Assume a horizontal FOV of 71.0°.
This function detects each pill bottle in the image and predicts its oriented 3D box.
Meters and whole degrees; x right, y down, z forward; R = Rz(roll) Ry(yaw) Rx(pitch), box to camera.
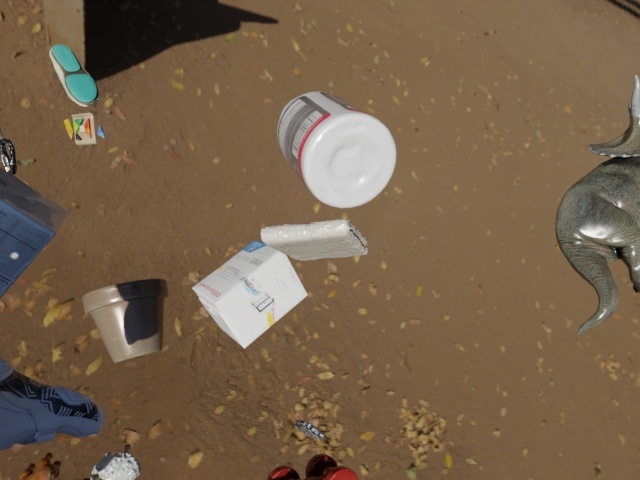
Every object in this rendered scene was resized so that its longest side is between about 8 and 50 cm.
[{"bbox_3d":[0.010,-0.203,0.912,0.177,0.176,0.318,13,22,-24],"label":"pill bottle"}]

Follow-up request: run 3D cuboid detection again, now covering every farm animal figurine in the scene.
[{"bbox_3d":[-0.586,0.683,1.059,0.327,0.172,0.330,-5,105,-14],"label":"farm animal figurine"}]

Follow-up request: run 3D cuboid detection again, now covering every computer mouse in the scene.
[{"bbox_3d":[-0.760,-0.268,1.036,0.041,0.071,0.241,-23,97,-52],"label":"computer mouse"}]

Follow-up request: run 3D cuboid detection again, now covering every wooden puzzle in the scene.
[{"bbox_3d":[-0.571,-0.267,1.079,0.014,0.117,0.078,-31,113,-64],"label":"wooden puzzle"}]

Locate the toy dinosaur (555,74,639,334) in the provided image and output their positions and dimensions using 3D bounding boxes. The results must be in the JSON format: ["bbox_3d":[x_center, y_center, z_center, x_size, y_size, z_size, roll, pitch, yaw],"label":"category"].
[{"bbox_3d":[0.359,-0.028,0.548,0.160,0.121,0.313,35,85,15],"label":"toy dinosaur"}]

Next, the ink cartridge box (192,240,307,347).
[{"bbox_3d":[-0.196,0.142,1.251,0.233,0.171,0.168,-38,119,-23],"label":"ink cartridge box"}]

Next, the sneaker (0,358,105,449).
[{"bbox_3d":[-0.568,0.339,0.788,0.365,0.138,0.210,57,42,-45],"label":"sneaker"}]

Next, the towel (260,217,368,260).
[{"bbox_3d":[0.000,0.000,1.014,0.187,0.282,0.049,-7,78,12],"label":"towel"}]

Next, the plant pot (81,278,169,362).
[{"bbox_3d":[-0.608,0.263,1.451,0.263,0.263,0.229,-10,78,-32],"label":"plant pot"}]

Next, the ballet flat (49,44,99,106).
[{"bbox_3d":[-0.469,-0.305,0.863,0.057,0.052,0.168,-19,67,-34],"label":"ballet flat"}]

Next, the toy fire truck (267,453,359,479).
[{"bbox_3d":[-0.017,0.767,1.256,0.303,0.169,0.253,-4,82,-26],"label":"toy fire truck"}]

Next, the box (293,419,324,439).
[{"bbox_3d":[-0.035,0.558,1.324,0.067,0.083,0.018,41,59,-11],"label":"box"}]

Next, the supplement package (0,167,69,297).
[{"bbox_3d":[-0.592,0.001,0.802,0.149,0.194,0.203,41,86,-26],"label":"supplement package"}]
